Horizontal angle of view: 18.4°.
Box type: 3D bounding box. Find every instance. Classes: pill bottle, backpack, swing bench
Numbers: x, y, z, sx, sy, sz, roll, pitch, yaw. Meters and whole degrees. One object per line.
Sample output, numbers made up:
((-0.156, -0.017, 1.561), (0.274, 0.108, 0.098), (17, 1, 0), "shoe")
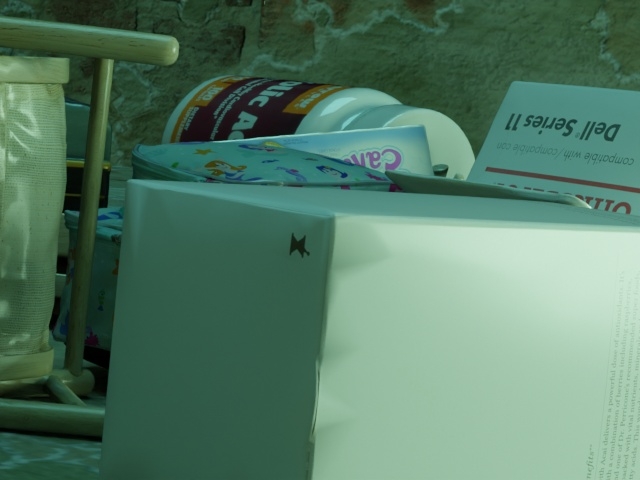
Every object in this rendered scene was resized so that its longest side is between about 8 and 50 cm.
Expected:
((-0.006, -0.083, 2.428), (0.224, 0.224, 0.392), (2, 6, -39), "pill bottle")
((-0.063, 0.025, 1.416), (0.253, 0.191, 0.225), (3, 3, 40), "backpack")
((-0.238, -0.018, 1.229), (0.254, 0.253, 0.165), (5, 5, -19), "swing bench")

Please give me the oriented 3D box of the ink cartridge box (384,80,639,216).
((0.237, -0.005, 1.335), (0.353, 0.119, 0.207), (33, -12, -35), "ink cartridge box")

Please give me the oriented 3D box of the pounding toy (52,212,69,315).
((-0.218, 0.034, 1.690), (0.141, 0.100, 0.130), (7, -10, -13), "pounding toy")

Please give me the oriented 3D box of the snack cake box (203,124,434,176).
((-0.027, -0.057, 2.105), (0.264, 0.089, 0.152), (-6, -9, -20), "snack cake box")

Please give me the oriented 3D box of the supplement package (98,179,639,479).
((0.054, 0.065, 1.045), (0.293, 0.178, 0.175), (3, 6, -40), "supplement package")

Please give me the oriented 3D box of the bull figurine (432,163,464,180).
((0.253, 0.000, 2.156), (0.310, 0.188, 0.101), (1, 22, 25), "bull figurine")

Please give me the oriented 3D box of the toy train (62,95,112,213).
((-0.286, -0.052, 1.932), (0.142, 0.190, 0.334), (5, 5, -19), "toy train")
